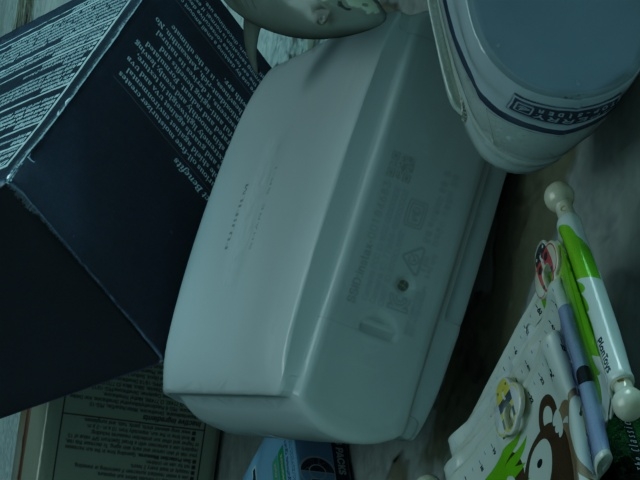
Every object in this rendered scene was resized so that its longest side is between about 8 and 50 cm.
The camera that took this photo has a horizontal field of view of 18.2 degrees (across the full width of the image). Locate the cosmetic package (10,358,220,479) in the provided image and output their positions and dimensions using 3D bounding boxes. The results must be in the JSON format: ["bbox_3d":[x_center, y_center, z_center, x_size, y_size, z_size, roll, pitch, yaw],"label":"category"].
[{"bbox_3d":[-0.175,0.199,1.652,0.129,0.153,0.296,176,104,-72],"label":"cosmetic package"}]

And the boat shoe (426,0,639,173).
[{"bbox_3d":[0.100,-0.203,1.092,0.156,0.136,0.367,112,153,-65],"label":"boat shoe"}]

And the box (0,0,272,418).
[{"bbox_3d":[-0.213,-0.025,1.490,0.296,0.183,0.294,-21,27,37],"label":"box"}]

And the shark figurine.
[{"bbox_3d":[-0.019,-0.162,1.203,0.278,0.166,0.116,-65,-22,-60],"label":"shark figurine"}]

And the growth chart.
[{"bbox_3d":[0.101,0.113,0.994,0.172,0.021,0.237,-105,29,-49],"label":"growth chart"}]

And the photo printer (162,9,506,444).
[{"bbox_3d":[0.000,0.000,1.249,0.307,0.107,0.256,-10,61,71],"label":"photo printer"}]

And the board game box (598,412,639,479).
[{"bbox_3d":[0.104,0.187,1.026,0.136,0.030,0.260,-98,25,-46],"label":"board game box"}]

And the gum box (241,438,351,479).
[{"bbox_3d":[-0.027,0.220,1.372,0.184,0.041,0.157,116,155,-43],"label":"gum box"}]
